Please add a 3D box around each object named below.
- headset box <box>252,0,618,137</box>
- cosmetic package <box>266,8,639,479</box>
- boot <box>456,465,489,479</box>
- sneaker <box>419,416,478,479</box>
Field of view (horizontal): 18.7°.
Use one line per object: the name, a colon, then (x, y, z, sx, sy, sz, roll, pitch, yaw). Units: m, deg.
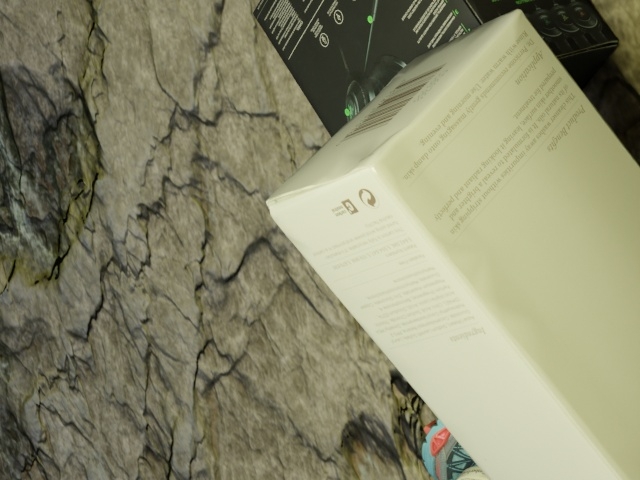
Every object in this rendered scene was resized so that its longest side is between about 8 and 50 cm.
headset box: (0.098, -0.181, 1.713, 0.283, 0.131, 0.246, 58, 142, 21)
cosmetic package: (0.171, 0.042, 1.519, 0.385, 0.217, 0.156, 53, 147, -12)
boot: (0.159, 0.353, 1.767, 0.088, 0.176, 0.244, -14, 117, 42)
sneaker: (0.181, 0.173, 1.773, 0.125, 0.104, 0.262, 53, 141, 23)
